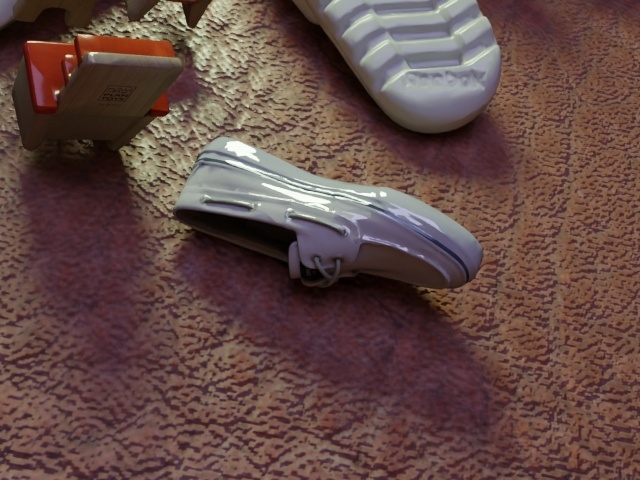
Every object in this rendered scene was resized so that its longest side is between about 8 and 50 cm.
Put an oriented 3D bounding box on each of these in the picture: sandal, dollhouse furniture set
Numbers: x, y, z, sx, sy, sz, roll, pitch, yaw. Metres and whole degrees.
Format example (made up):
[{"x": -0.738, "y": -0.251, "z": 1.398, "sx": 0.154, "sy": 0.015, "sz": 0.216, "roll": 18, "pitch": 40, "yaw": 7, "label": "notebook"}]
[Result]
[{"x": 0.032, "y": -0.269, "z": 0.848, "sx": 0.169, "sy": 0.102, "sz": 0.416, "roll": -17, "pitch": 69, "yaw": -6, "label": "sandal"}, {"x": -0.184, "y": -0.209, "z": 0.667, "sx": 0.262, "sy": 0.135, "sz": 0.259, "roll": -4, "pitch": 71, "yaw": -36, "label": "dollhouse furniture set"}]

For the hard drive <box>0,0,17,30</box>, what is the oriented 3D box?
[{"x": -0.250, "y": -0.335, "z": 0.779, "sx": 0.307, "sy": 0.040, "sz": 0.203, "roll": -46, "pitch": 110, "yaw": -29, "label": "hard drive"}]

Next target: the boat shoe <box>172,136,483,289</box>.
[{"x": 0.000, "y": 0.000, "z": 0.644, "sx": 0.226, "sy": 0.083, "sz": 0.075, "roll": 20, "pitch": 62, "yaw": 18, "label": "boat shoe"}]
